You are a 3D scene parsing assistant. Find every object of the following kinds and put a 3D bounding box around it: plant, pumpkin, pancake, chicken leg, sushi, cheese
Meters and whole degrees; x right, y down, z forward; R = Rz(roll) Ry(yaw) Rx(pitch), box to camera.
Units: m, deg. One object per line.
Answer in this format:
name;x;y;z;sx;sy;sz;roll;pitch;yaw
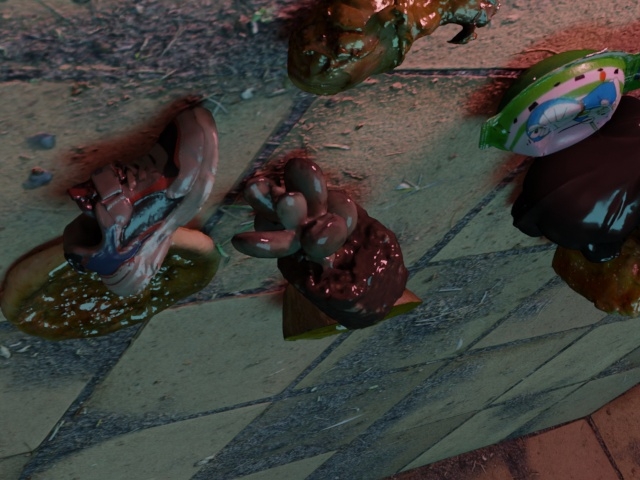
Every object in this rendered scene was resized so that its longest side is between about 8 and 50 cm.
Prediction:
plant;0.002;-0.001;1.367;0.274;0.149;0.146;41;70;-49
pumpkin;0.033;0.086;1.655;0.217;0.110;0.217;-22;170;-4
pancake;-0.252;0.051;1.334;0.282;0.049;0.282;-18;156;-8
chicken leg;0.072;-0.209;1.039;0.227;0.088;0.103;-20;145;-4
sushi;0.520;0.031;1.900;0.184;0.274;0.139;-13;128;-36
cheese;0.344;-0.190;1.367;0.320;0.083;0.204;-22;158;-6

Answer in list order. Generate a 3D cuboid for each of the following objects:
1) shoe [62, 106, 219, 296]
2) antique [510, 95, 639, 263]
shoe;-0.197;-0.051;1.107;0.125;0.099;0.227;22;112;-29
antique;0.433;-0.080;1.579;0.322;0.185;0.255;-24;160;7
